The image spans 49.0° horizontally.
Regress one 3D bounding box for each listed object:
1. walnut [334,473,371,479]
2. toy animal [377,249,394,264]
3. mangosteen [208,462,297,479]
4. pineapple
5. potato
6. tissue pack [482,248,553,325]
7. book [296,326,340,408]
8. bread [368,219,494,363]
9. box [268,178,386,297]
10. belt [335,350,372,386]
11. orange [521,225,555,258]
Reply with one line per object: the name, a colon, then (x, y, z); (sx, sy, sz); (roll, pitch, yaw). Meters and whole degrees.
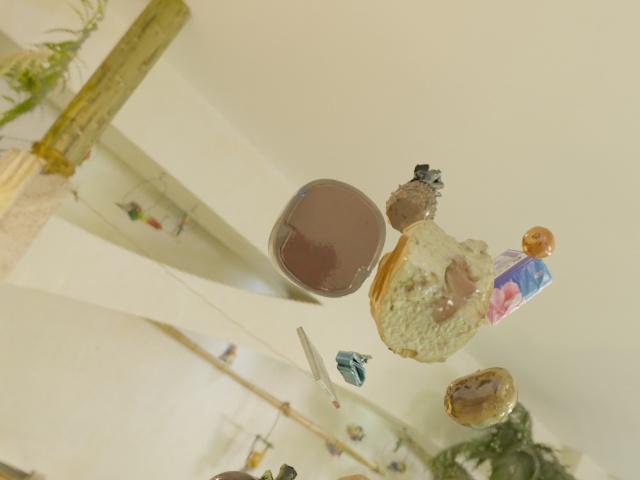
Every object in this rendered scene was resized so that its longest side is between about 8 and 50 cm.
walnut: (0.091, 0.720, 1.852); (0.197, 0.165, 0.165); (66, 4, 35)
toy animal: (0.263, 0.054, 2.033); (0.131, 0.221, 0.104); (45, -19, -2)
mangosteen: (-0.179, 0.658, 1.747); (0.231, 0.289, 0.231); (41, -23, 21)
pineapple: (0.290, -0.132, 2.040); (0.141, 0.310, 0.170); (9, -65, 20)
potato: (0.406, 0.395, 1.816); (0.200, 0.164, 0.081); (-27, -45, 22)
tissue pack: (0.589, 0.154, 2.290); (0.137, 0.269, 0.209); (59, -13, -15)
book: (-0.003, 0.345, 1.891); (0.232, 0.022, 0.162); (66, 0, -56)
bread: (0.182, 0.099, 1.248); (0.183, 0.224, 0.211); (28, -60, -2)
box: (0.000, 0.000, 1.840); (0.301, 0.301, 0.216); (35, -12, -11)
belt: (0.088, 0.328, 1.892); (0.065, 0.100, 0.179); (11, -22, 20)
orange: (0.532, 0.007, 1.713); (0.083, 0.084, 0.083); (27, -19, 10)
